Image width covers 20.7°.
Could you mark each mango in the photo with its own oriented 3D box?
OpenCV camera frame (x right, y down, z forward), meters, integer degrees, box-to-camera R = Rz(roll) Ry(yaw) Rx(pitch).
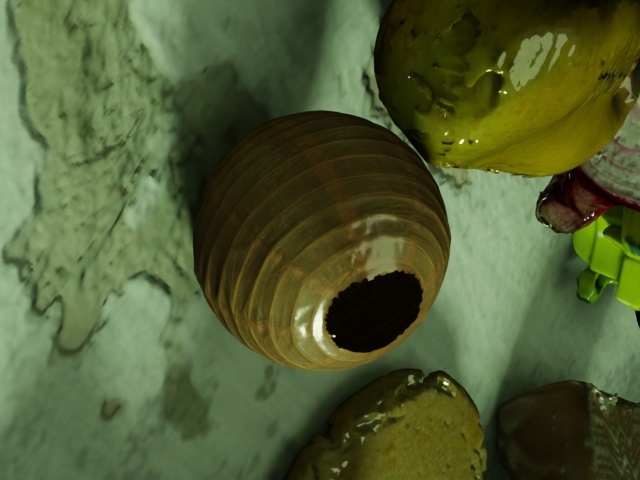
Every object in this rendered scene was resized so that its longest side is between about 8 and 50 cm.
[{"bbox_3d":[0.107,-0.103,0.971,0.248,0.151,0.156,-39,121,-64],"label":"mango"}]

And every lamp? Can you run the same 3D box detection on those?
[{"bbox_3d":[0.000,0.000,0.901,0.136,0.136,0.136,-27,126,-45],"label":"lamp"}]

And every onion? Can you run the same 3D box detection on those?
[{"bbox_3d":[0.219,-0.085,1.138,0.140,0.195,0.218,-27,152,-47],"label":"onion"}]

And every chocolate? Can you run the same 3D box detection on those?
[{"bbox_3d":[0.197,0.213,1.234,0.148,0.093,0.214,21,58,-50],"label":"chocolate"}]

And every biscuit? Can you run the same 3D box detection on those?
[{"bbox_3d":[0.037,0.182,1.110,0.226,0.042,0.226,-25,122,-46],"label":"biscuit"}]

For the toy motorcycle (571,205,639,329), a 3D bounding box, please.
[{"bbox_3d":[0.309,-0.088,1.277,0.342,0.142,0.206,-54,140,-27],"label":"toy motorcycle"}]
